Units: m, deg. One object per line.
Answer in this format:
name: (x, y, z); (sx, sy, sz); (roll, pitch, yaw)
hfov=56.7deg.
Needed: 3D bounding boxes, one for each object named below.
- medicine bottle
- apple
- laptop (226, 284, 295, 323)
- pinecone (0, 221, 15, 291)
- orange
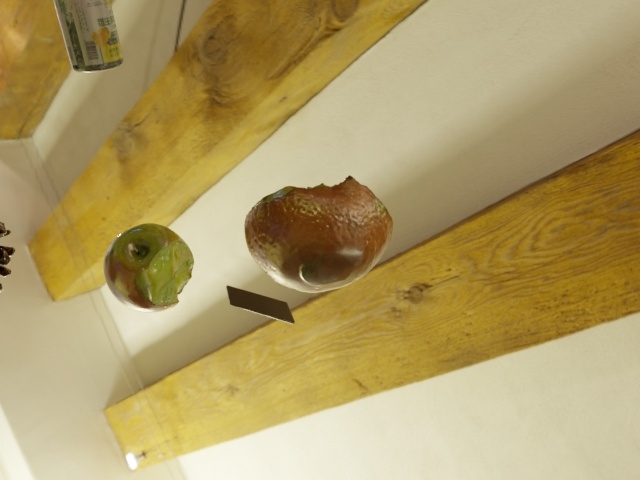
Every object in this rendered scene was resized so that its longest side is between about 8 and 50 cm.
medicine bottle: (-0.627, -0.607, 1.579); (0.141, 0.141, 0.293); (18, -53, 35)
apple: (-0.472, 0.073, 1.648); (0.246, 0.246, 0.226); (44, -30, 21)
laptop: (-0.172, 0.184, 1.682); (0.016, 0.197, 0.135); (-67, -161, 13)
pinecone: (-0.708, 0.031, 1.116); (0.264, 0.264, 0.264); (14, -67, 36)
orange: (0.000, 0.009, 1.341); (0.262, 0.334, 0.196); (116, -33, -55)
